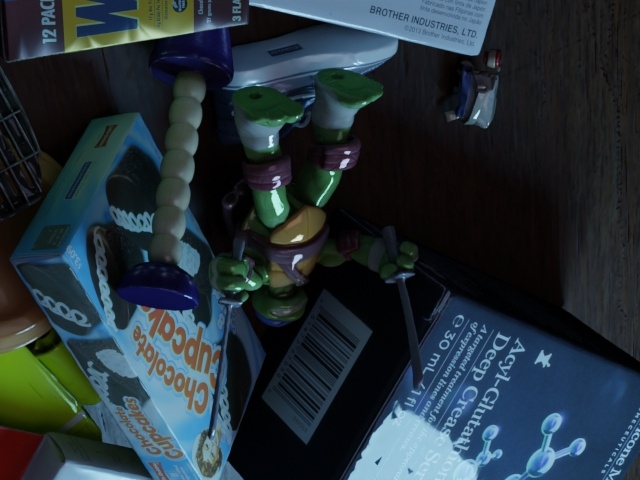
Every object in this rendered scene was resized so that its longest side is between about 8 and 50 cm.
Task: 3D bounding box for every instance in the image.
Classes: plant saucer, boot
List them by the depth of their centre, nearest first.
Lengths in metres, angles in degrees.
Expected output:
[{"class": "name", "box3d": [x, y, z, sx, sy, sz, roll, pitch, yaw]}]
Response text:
[{"class": "plant saucer", "box3d": [-0.292, 0.007, 1.231, 0.199, 0.037, 0.200, -7, 103, -30]}, {"class": "boot", "box3d": [-0.016, -0.150, 1.344, 0.190, 0.069, 0.086, -13, 128, -18]}]

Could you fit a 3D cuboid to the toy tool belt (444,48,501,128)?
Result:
[{"class": "toy tool belt", "box3d": [0.157, -0.160, 1.452, 0.051, 0.052, 0.083, 9, 110, 11]}]

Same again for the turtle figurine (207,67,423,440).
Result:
[{"class": "turtle figurine", "box3d": [0.000, 0.000, 1.271, 0.197, 0.275, 0.266, 2, 121, -2]}]

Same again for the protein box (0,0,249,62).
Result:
[{"class": "protein box", "box3d": [-0.187, -0.246, 1.087, 0.199, 0.201, 0.136, -14, 121, -26]}]

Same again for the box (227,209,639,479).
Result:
[{"class": "box", "box3d": [0.137, 0.188, 1.522, 0.395, 0.212, 0.294, 22, 101, -39]}]

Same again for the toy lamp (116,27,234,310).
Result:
[{"class": "toy lamp", "box3d": [-0.124, -0.080, 1.223, 0.080, 0.080, 0.275, 24, 66, -39]}]

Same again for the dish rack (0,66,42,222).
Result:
[{"class": "dish rack", "box3d": [-0.369, -0.060, 1.122, 0.271, 0.074, 0.208, -31, 109, -21]}]

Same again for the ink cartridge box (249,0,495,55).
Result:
[{"class": "ink cartridge box", "box3d": [0.058, -0.381, 1.195, 0.270, 0.151, 0.396, 6, 108, -36]}]

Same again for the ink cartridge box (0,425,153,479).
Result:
[{"class": "ink cartridge box", "box3d": [-0.306, 0.305, 1.329, 0.238, 0.060, 0.275, 19, 106, -40]}]

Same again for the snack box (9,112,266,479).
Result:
[{"class": "snack box", "box3d": [-0.155, 0.066, 1.298, 0.187, 0.060, 0.322, -70, 146, -43]}]

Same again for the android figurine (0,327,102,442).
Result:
[{"class": "android figurine", "box3d": [-0.314, 0.188, 1.335, 0.248, 0.056, 0.273, -38, 127, -10]}]
